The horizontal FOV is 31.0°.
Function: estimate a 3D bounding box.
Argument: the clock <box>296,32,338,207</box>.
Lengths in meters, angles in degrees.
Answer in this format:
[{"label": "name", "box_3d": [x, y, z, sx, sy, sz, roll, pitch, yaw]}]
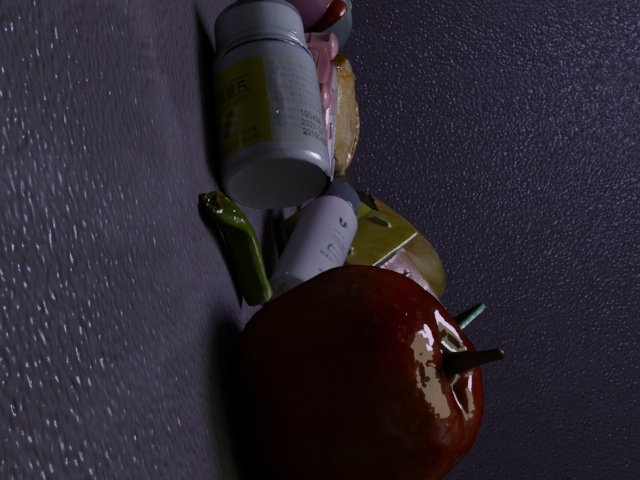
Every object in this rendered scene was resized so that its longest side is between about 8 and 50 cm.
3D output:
[{"label": "clock", "box_3d": [-0.042, -0.184, 1.851, 0.227, 0.142, 0.241, -83, 171, -52]}]

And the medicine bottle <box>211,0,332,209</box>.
[{"label": "medicine bottle", "box_3d": [-0.069, -0.181, 1.510, 0.143, 0.143, 0.258, 68, 14, -61]}]

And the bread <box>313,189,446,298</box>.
[{"label": "bread", "box_3d": [0.099, 0.036, 2.214, 0.333, 0.160, 0.333, 34, 18, -12]}]

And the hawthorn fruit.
[{"label": "hawthorn fruit", "box_3d": [0.069, 0.164, 1.304, 0.287, 0.330, 0.287, 27, 52, -42]}]

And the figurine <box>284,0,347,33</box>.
[{"label": "figurine", "box_3d": [-0.057, -0.433, 1.960, 0.173, 0.173, 0.173, -11, 90, -84]}]

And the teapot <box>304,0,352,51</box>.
[{"label": "teapot", "box_3d": [-0.017, -0.447, 2.230, 0.193, 0.129, 0.294, 41, -14, 29]}]

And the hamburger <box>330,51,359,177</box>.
[{"label": "hamburger", "box_3d": [-0.010, -0.239, 2.156, 0.243, 0.146, 0.286, -81, 166, -54]}]

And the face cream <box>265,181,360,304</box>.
[{"label": "face cream", "box_3d": [0.000, 0.000, 1.724, 0.311, 0.092, 0.092, -68, 149, -53]}]

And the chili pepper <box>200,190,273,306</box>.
[{"label": "chili pepper", "box_3d": [-0.099, 0.003, 1.389, 0.052, 0.050, 0.202, 37, -22, 38]}]

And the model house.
[{"label": "model house", "box_3d": [0.016, 0.107, 1.911, 0.300, 0.340, 0.324, -34, 90, -41]}]
